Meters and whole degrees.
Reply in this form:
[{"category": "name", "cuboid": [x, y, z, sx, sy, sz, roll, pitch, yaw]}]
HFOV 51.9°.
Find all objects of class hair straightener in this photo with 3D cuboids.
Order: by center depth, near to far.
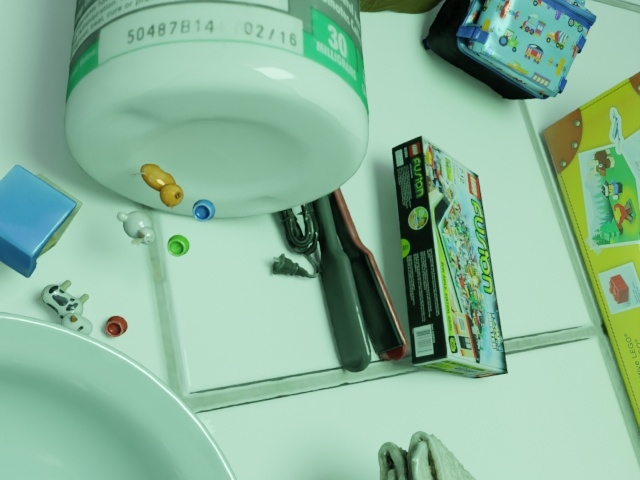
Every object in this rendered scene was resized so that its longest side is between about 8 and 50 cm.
[{"category": "hair straightener", "cuboid": [0.000, 0.000, 0.555, 0.089, 0.047, 0.230, -12, 82, -35]}]

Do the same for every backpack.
[{"category": "backpack", "cuboid": [0.225, -0.260, 0.730, 0.158, 0.117, 0.173, 25, 94, -21]}]

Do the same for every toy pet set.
[{"category": "toy pet set", "cuboid": [-0.149, 0.001, 0.413, 0.114, 0.122, 0.065, 36, 14, -9]}]

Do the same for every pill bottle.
[{"category": "pill bottle", "cuboid": [-0.075, -0.218, 0.506, 0.204, 0.204, 0.361, 9, 66, -29]}]

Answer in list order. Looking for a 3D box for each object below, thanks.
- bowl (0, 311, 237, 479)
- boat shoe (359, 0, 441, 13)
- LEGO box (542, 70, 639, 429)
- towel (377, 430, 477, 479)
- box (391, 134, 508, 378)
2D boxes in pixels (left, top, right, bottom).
[{"category": "bowl", "cuboid": [-0.185, 0.191, 0.305, 0.297, 0.134, 0.298, 13, 63, -27]}, {"category": "boat shoe", "cuboid": [0.070, -0.291, 0.723, 0.170, 0.063, 0.059, -9, 72, -44]}, {"category": "LEGO box", "cuboid": [0.519, 0.065, 0.768, 0.372, 0.193, 0.500, -1, 71, -33]}, {"category": "towel", "cuboid": [0.128, 0.262, 0.432, 0.282, 0.049, 0.187, 49, 24, -37]}, {"category": "box", "cuboid": [0.119, 0.017, 0.612, 0.114, 0.036, 0.207, 21, 58, -47]}]
